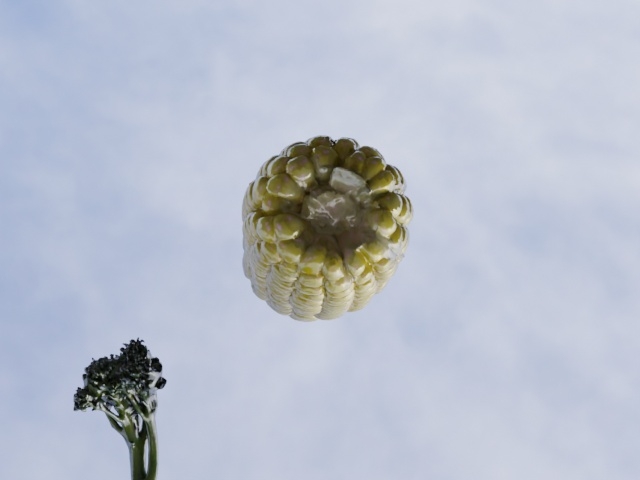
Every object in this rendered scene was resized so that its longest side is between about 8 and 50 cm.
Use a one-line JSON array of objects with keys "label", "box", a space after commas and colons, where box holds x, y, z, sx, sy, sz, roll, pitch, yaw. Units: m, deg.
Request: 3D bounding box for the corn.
[{"label": "corn", "box": [0.000, 0.000, 0.895, 0.093, 0.244, 0.093, 0, -97, -2]}]

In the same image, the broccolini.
[{"label": "broccolini", "box": [-0.103, 0.153, 0.908, 0.054, 0.194, 0.052, -8, -177, 10]}]
